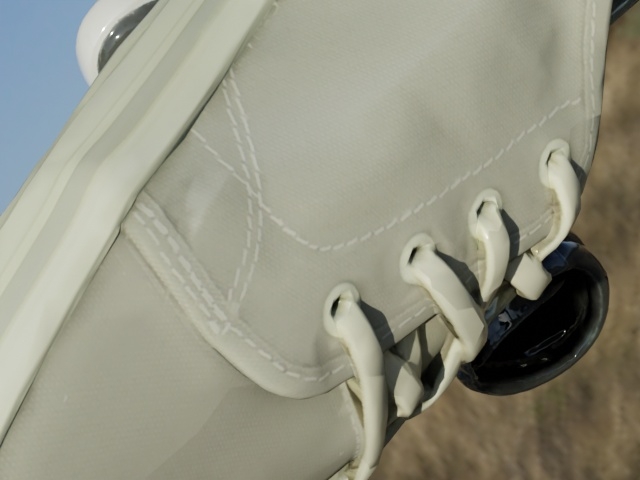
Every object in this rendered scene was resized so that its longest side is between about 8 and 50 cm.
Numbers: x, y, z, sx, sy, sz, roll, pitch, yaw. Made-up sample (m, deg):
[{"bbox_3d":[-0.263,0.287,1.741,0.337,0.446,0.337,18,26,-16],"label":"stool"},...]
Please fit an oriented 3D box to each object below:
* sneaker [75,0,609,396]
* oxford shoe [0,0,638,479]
[{"bbox_3d":[0.028,-0.023,0.807,0.104,0.296,0.147,-51,40,15],"label":"sneaker"},{"bbox_3d":[0.000,0.000,0.523,0.449,0.130,0.169,-58,-10,-28],"label":"oxford shoe"}]
